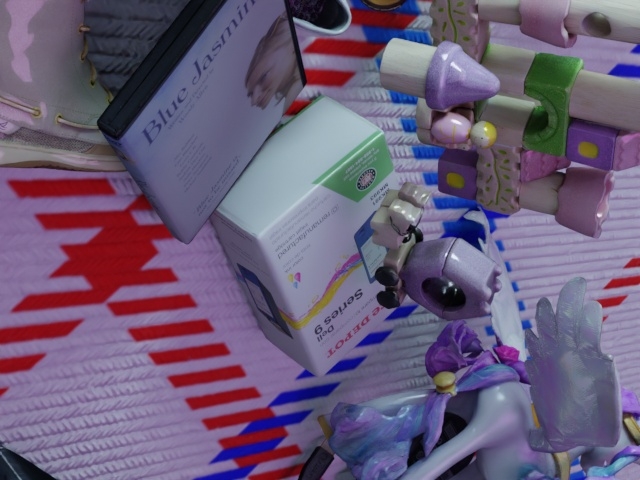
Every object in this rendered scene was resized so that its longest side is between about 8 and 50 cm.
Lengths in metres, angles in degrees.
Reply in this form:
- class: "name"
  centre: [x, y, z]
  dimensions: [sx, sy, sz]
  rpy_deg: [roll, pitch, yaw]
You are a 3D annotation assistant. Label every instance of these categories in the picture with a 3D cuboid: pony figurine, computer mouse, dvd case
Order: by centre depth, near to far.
- class: "dvd case"
  centre: [-0.078, -0.107, 0.911]
  dimensions: [0.180, 0.022, 0.253]
  rpy_deg: [-54, 166, -11]
- class: "pony figurine"
  centre: [0.193, 0.183, 1.278]
  dimensions: [0.363, 0.303, 0.351]
  rpy_deg: [-25, 118, -1]
- class: "computer mouse"
  centre: [0.058, 0.264, 1.390]
  dimensions: [0.262, 0.060, 0.184]
  rpy_deg: [-46, 123, -15]

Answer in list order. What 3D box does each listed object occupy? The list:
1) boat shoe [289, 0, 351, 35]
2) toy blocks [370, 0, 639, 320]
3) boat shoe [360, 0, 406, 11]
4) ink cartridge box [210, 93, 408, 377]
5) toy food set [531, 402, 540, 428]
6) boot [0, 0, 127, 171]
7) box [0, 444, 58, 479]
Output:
- class: "boat shoe"
  centre: [-0.042, -0.208, 0.945]
  dimensions: [0.066, 0.063, 0.184]
  rpy_deg: [-56, 141, 1]
- class: "toy blocks"
  centre: [0.220, -0.100, 1.031]
  dimensions: [0.309, 0.260, 0.289]
  rpy_deg: [-58, 154, -36]
- class: "boat shoe"
  centre: [0.090, -0.291, 1.022]
  dimensions: [0.207, 0.073, 0.073]
  rpy_deg: [-57, 178, 8]
- class: "ink cartridge box"
  centre: [0.000, 0.000, 1.111]
  dimensions: [0.154, 0.093, 0.212]
  rpy_deg: [-40, 141, -18]
- class: "toy food set"
  centre: [0.222, 0.327, 1.551]
  dimensions: [0.104, 0.111, 0.232]
  rpy_deg: [8, 112, -34]
- class: "boot"
  centre: [-0.177, -0.137, 0.856]
  dimensions: [0.213, 0.077, 0.165]
  rpy_deg: [-3, 116, -43]
- class: "box"
  centre: [-0.253, 0.520, 1.074]
  dimensions: [0.472, 0.297, 0.480]
  rpy_deg: [-47, 140, -7]
